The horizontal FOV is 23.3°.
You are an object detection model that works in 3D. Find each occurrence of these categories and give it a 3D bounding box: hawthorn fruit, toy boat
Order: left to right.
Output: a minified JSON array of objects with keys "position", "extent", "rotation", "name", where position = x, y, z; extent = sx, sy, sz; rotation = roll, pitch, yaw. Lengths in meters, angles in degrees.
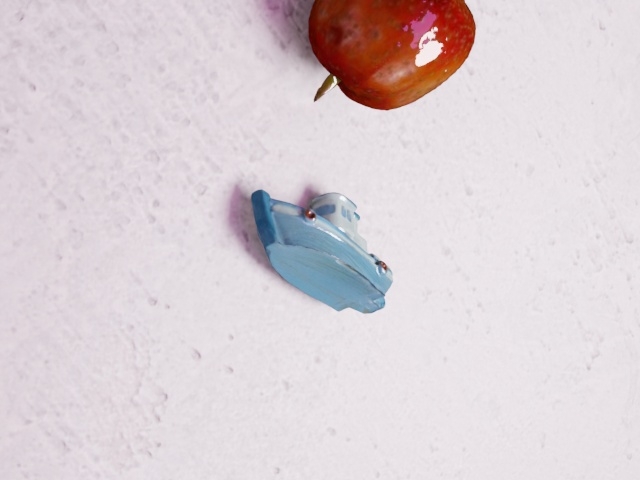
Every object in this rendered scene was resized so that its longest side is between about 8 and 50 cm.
[{"position":[0.000,0.000,1.744],"extent":[0.215,0.088,0.102],"rotation":[33,47,-39],"name":"toy boat"},{"position":[0.064,-0.219,1.673],"extent":[0.200,0.179,0.179],"rotation":[-48,128,2],"name":"hawthorn fruit"}]
